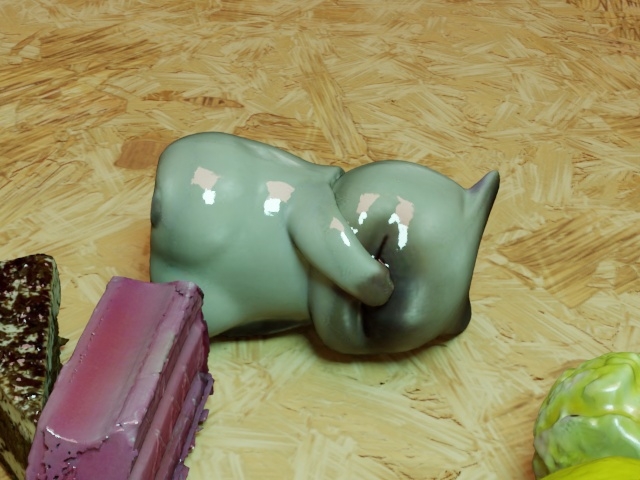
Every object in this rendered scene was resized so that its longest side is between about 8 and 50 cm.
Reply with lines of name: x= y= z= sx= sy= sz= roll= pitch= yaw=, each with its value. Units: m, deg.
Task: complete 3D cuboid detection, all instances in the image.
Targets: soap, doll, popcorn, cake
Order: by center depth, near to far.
soap: x=-0.162 y=0.154 z=0.941 sx=0.099 sy=0.162 sz=0.250 roll=8 pitch=34 yaw=5
popcorn: x=0.265 y=0.188 z=0.950 sx=0.186 sy=0.187 sz=0.167 roll=0 pitch=-6 yaw=12
cake: x=-0.301 y=0.129 z=1.011 sx=0.135 sy=0.112 sz=0.246 roll=-4 pitch=39 yaw=-8
doll: x=-0.021 y=0.005 z=1.138 sx=0.371 sy=0.214 sz=0.226 roll=10 pitch=18 yaw=11

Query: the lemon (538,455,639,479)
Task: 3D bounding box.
lemon: x=0.210 y=0.279 z=0.757 sx=0.234 sy=0.233 sz=0.288 roll=4 pitch=46 yaw=-2
